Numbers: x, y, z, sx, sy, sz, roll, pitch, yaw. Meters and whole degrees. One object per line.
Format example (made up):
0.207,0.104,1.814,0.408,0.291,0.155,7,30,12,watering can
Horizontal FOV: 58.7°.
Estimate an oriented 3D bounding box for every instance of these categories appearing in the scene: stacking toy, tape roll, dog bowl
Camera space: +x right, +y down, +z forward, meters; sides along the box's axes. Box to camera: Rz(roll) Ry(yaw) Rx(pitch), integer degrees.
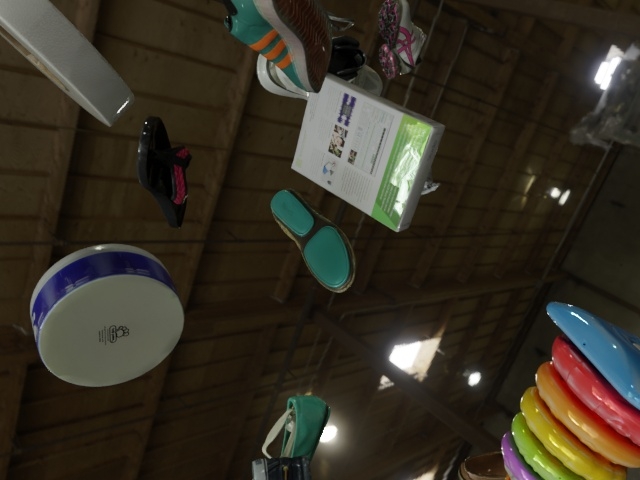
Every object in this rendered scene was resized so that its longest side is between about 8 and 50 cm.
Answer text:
0.269,0.238,0.644,0.165,0.175,0.302,26,-71,-22,stacking toy
-0.488,-0.354,0.968,0.072,0.392,0.392,-49,-37,-9,tape roll
-0.399,0.144,1.079,0.264,0.104,0.265,-17,-51,-22,dog bowl

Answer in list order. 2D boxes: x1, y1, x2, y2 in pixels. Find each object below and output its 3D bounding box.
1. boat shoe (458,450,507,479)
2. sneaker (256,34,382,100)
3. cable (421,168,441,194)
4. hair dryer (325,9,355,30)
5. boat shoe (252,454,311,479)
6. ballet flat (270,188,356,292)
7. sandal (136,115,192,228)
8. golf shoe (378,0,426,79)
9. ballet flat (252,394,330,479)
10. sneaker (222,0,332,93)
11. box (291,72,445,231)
0.503,0.560,1.437,0.307,0.111,0.105,-2,-59,-5,boat shoe
0.070,-0.447,1.576,0.447,0.257,0.169,-3,-80,-42,sneaker
0.219,-0.188,1.765,0.257,0.257,0.089,1,-95,-7,cable
-0.094,-0.480,1.187,0.223,0.293,0.080,35,-103,-44,hair dryer
-0.044,0.389,0.774,0.083,0.184,0.065,-4,-11,-10,boat shoe
0.000,0.000,1.387,0.123,0.348,0.123,-24,-39,-21,ballet flat
-0.147,-0.065,0.578,0.179,0.040,0.067,92,-174,-68,sandal
0.155,-0.387,1.063,0.085,0.068,0.186,-23,-24,-4,golf shoe
-0.059,0.362,0.896,0.083,0.087,0.247,134,156,-66,ballet flat
-0.067,-0.327,0.859,0.302,0.121,0.108,45,-116,-69,sneaker
0.087,-0.194,1.210,0.058,0.322,0.232,-16,-49,-45,box
